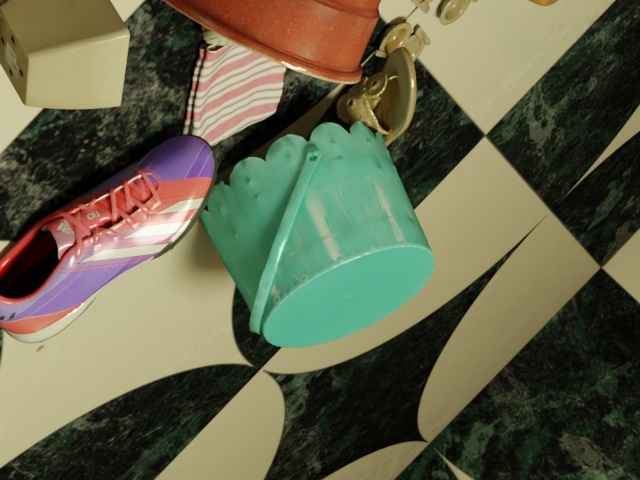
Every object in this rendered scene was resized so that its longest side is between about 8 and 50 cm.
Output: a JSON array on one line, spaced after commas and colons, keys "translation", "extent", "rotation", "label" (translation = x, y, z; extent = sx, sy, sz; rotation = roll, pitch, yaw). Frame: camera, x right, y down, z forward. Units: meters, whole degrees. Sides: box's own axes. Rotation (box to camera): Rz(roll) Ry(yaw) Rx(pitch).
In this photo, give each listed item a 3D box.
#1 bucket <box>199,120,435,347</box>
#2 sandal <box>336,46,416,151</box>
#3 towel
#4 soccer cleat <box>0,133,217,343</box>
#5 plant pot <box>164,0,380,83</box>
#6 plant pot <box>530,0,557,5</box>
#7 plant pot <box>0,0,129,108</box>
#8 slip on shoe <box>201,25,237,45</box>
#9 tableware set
[{"translation": [0.000, 0.000, 2.376], "extent": [0.281, 0.183, 0.281], "rotation": [-21, 156, -10], "label": "bucket"}, {"translation": [0.057, -0.161, 2.419], "extent": [0.079, 0.088, 0.240], "rotation": [-12, 157, -18], "label": "sandal"}, {"translation": [-0.093, -0.182, 2.186], "extent": [0.144, 0.029, 0.197], "rotation": [-30, 154, -31], "label": "towel"}, {"translation": [-0.250, -0.013, 2.120], "extent": [0.318, 0.108, 0.116], "rotation": [-40, 154, -4], "label": "soccer cleat"}, {"translation": [-0.018, -0.332, 1.784], "extent": [0.272, 0.272, 0.265], "rotation": [0, 123, -60], "label": "plant pot"}, {"translation": [0.236, -0.397, 2.071], "extent": [0.291, 0.203, 0.291], "rotation": [-46, 170, -11], "label": "plant pot"}, {"translation": [-0.254, -0.190, 1.806], "extent": [0.096, 0.109, 0.109], "rotation": [-18, 148, -25], "label": "plant pot"}, {"translation": [0.005, -0.304, 2.001], "extent": [0.331, 0.101, 0.123], "rotation": [-30, 166, 28], "label": "slip on shoe"}, {"translation": [0.133, -0.282, 2.414], "extent": [0.169, 0.020, 0.141], "rotation": [-50, 158, 12], "label": "tableware set"}]
